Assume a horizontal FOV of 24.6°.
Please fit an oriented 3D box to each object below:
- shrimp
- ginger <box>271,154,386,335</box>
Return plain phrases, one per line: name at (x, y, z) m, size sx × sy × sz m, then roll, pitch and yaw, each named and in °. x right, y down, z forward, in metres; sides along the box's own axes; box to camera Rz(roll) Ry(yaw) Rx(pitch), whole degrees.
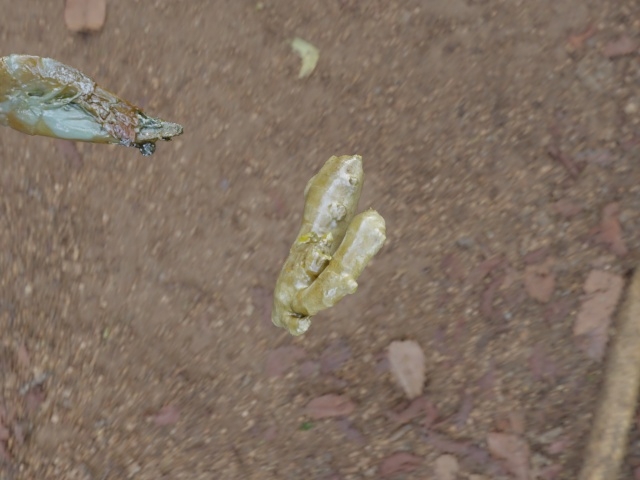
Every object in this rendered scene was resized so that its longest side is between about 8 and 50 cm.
shrimp at (-0.206, -0.111, 1.253) m, size 0.184 × 0.091 × 0.043 m, roll 17°, pitch 50°, yaw -22°
ginger at (0.000, 0.000, 1.264) m, size 0.052 × 0.193 × 0.176 m, roll 36°, pitch 76°, yaw -15°
